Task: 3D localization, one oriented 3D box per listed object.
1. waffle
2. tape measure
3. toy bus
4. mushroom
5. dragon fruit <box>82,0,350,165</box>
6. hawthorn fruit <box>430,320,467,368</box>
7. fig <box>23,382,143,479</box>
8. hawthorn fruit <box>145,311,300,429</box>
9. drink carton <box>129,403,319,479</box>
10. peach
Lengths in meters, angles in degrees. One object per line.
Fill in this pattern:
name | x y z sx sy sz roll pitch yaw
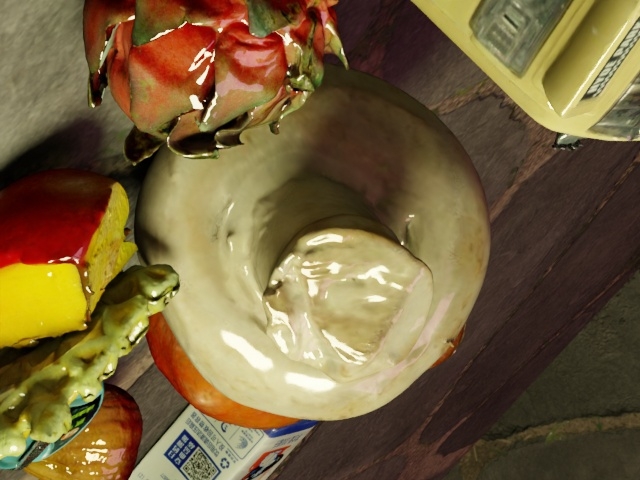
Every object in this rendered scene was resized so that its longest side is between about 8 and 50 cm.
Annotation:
waffle | -0.219 0.092 1.259 0.204 0.054 0.223 -21 -155 45
tape measure | -0.255 0.145 1.461 0.125 0.081 0.146 -20 151 -46
toy bus | 0.111 -0.222 0.974 0.202 0.365 0.177 -19 149 -47
mushroom | 0.000 0.000 1.310 0.297 0.297 0.290 -43 -172 -4
dragon fruit | -0.067 -0.147 1.077 0.182 0.182 0.189 32 63 -72
hawthorn fruit | 0.080 0.081 1.917 0.173 0.173 0.173 -39 161 -16
fig | -0.249 0.190 1.591 0.119 0.153 0.119 -172 -90 -90
hawthorn fruit | -0.085 0.088 1.553 0.225 0.197 0.196 -9 -170 42
drink carton | -0.152 0.288 1.972 0.315 0.106 0.130 -49 160 20
peach | -0.207 0.009 1.216 0.151 0.118 0.151 22 90 -88
